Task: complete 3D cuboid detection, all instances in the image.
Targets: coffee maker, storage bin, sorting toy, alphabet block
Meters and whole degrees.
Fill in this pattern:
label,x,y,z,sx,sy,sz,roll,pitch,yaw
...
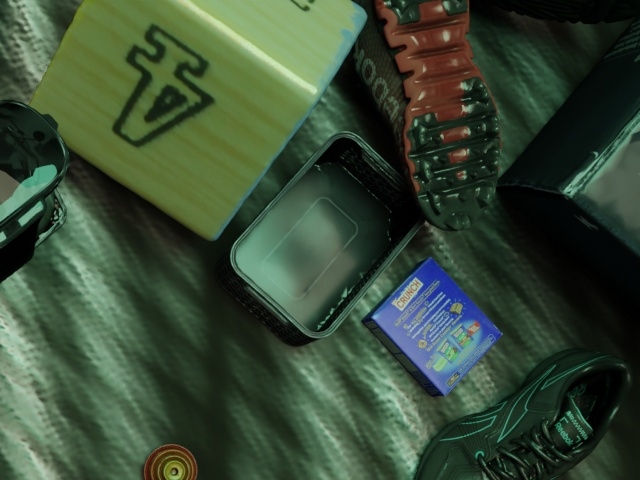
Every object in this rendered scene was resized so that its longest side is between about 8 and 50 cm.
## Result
label,x,y,z,sx,sy,sz,roll,pitch,yaw
coffee maker,-0.287,-0.019,0.881,0.120,0.178,0.171,24,74,-9
storage bin,0.000,0.000,1.007,0.122,0.084,0.180,42,71,-4
sorting toy,-0.139,0.235,0.943,0.061,0.042,0.101,0,79,-16
alphabet block,-0.103,-0.154,0.919,0.197,0.193,0.192,35,34,-6

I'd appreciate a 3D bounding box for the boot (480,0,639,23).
label,x,y,z,sx,sy,sz,roll,pitch,yaw
boot,0.184,-0.376,1.028,0.348,0.131,0.260,21,90,15

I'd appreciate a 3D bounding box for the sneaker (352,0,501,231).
label,x,y,z,sx,sy,sz,roll,pitch,yaw
sneaker,0.096,-0.141,0.997,0.098,0.135,0.276,-11,87,-19

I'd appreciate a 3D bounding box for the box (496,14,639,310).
label,x,y,z,sx,sy,sz,roll,pitch,yaw
box,0.516,-0.077,0.988,0.480,0.297,0.471,40,90,-5

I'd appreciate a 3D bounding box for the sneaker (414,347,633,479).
label,x,y,z,sx,sy,sz,roll,pitch,yaw
sneaker,0.194,0.192,1.013,0.267,0.106,0.101,-40,93,-17

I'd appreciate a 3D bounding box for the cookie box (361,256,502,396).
label,x,y,z,sx,sy,sz,roll,pitch,yaw
cookie box,0.110,0.086,1.043,0.092,0.040,0.107,-43,93,-18
